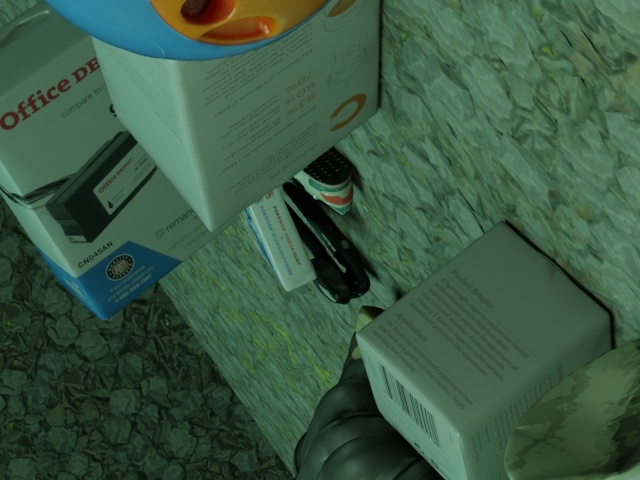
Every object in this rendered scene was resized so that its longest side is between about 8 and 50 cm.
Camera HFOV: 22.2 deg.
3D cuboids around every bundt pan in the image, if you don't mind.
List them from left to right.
[{"bbox_3d":[0.137,0.220,1.645,0.331,0.331,0.124,45,142,34],"label":"bundt pan"}]

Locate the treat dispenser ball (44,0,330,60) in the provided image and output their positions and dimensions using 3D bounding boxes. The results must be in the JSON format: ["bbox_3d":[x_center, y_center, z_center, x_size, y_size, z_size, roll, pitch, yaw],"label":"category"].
[{"bbox_3d":[-0.094,-0.270,1.148,0.288,0.288,0.288,49,167,16],"label":"treat dispenser ball"}]

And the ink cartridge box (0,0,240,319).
[{"bbox_3d":[-0.314,-0.132,2.299,0.166,0.285,0.395,35,159,50],"label":"ink cartridge box"}]

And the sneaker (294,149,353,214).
[{"bbox_3d":[-0.018,-0.085,1.891,0.161,0.057,0.075,39,156,39],"label":"sneaker"}]

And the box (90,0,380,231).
[{"bbox_3d":[-0.077,-0.191,1.471,0.168,0.215,0.345,49,166,19],"label":"box"}]

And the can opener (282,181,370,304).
[{"bbox_3d":[0.000,0.000,2.074,0.186,0.059,0.073,59,-163,21],"label":"can opener"}]

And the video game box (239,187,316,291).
[{"bbox_3d":[-0.080,-0.057,1.989,0.205,0.048,0.187,-129,17,-65],"label":"video game box"}]

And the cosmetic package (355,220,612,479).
[{"bbox_3d":[0.157,0.115,1.518,0.151,0.183,0.151,45,164,34],"label":"cosmetic package"}]

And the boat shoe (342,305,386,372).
[{"bbox_3d":[0.120,0.201,1.914,0.123,0.123,0.342,20,-166,-36],"label":"boat shoe"}]

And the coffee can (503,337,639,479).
[{"bbox_3d":[0.299,0.239,1.303,0.275,0.201,0.201,57,167,-16],"label":"coffee can"}]
